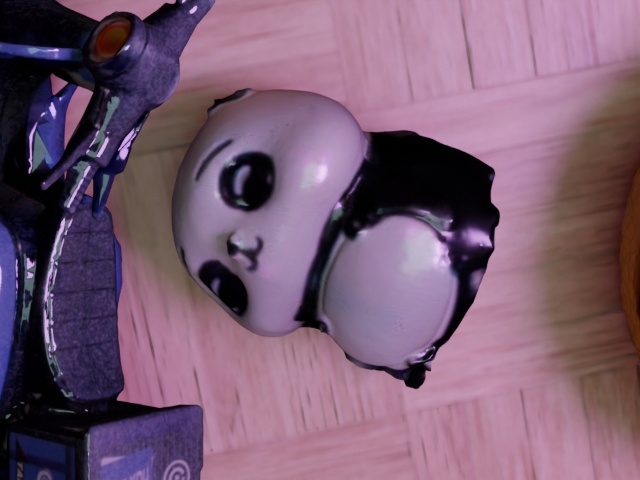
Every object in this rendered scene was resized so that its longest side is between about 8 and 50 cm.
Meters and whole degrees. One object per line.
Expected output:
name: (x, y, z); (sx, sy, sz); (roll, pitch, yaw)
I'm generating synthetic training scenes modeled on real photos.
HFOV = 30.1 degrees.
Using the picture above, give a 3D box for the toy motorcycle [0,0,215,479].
toy motorcycle: (-0.146, -0.016, 0.644); (0.213, 0.125, 0.358); (3, 95, 38)

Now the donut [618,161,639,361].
donut: (0.313, 0.010, 0.735); (0.303, 0.110, 0.302); (-1, 99, -8)

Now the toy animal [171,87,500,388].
toy animal: (0.000, 0.000, 0.685); (0.179, 0.138, 0.166); (20, 116, -3)
